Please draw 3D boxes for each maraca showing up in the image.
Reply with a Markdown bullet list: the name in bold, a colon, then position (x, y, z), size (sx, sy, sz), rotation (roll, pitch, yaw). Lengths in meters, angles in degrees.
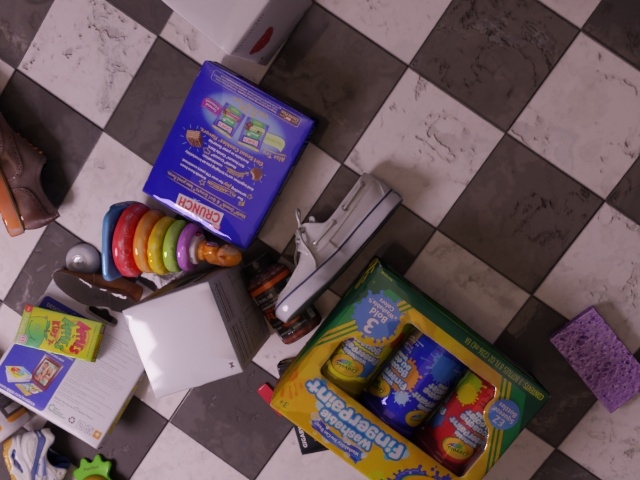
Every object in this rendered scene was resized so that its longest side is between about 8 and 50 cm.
- **maraca**: position (-0.549, 0.619, 1.805), size (0.127, 0.099, 0.186), rotation (-16, 70, 9)

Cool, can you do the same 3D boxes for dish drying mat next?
- **dish drying mat**: position (-0.110, 0.372, 1.736), size (0.032, 0.008, 0.083), rotation (-43, 91, 14)

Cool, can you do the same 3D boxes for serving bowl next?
- **serving bowl**: position (-0.562, 0.049, 1.747), size (0.083, 0.027, 0.083), rotation (1, 99, 8)

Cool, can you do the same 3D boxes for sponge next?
- **sponge**: position (0.601, 0.255, 1.591), size (0.117, 0.031, 0.210), rotation (-39, 91, 13)

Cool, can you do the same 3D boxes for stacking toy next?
- **stacking toy**: position (-0.310, 0.014, 1.607), size (0.301, 0.175, 0.166), rotation (8, 102, 16)

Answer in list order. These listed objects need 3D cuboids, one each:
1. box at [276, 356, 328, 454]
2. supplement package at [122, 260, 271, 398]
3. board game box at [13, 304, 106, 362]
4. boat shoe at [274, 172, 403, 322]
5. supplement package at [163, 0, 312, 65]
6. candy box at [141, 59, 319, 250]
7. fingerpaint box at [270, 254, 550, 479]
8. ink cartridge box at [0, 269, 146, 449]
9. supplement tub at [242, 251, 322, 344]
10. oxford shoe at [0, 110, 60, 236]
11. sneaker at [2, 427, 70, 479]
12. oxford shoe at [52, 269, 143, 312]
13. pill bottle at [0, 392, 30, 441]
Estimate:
- **box**: position (0.014, 0.362, 1.692), size (0.175, 0.051, 0.220), rotation (-13, 97, 10)
- **supplement package**: position (-0.255, 0.180, 1.598), size (0.199, 0.263, 0.198), rotation (-19, 96, 11)
- **board game box**: position (-0.595, 0.213, 1.703), size (0.181, 0.043, 0.092), rotation (13, 78, 1)
- **boat shoe**: position (0.001, -0.003, 1.568), size (0.156, 0.136, 0.367), rotation (41, 84, 9)
- **supplement package**: position (-0.155, -0.473, 1.463), size (0.175, 0.293, 0.177), rotation (40, 103, 1)
- **candy box**: position (-0.193, -0.183, 1.603), size (0.268, 0.122, 0.317), rotation (30, 101, 2)
- **fingerpaint box**: position (0.182, 0.315, 1.565), size (0.445, 0.163, 0.371), rotation (38, 96, -3)
- **ink cartridge box**: position (-0.565, 0.277, 1.747), size (0.303, 0.072, 0.307), rotation (29, 78, 4)
- **supplement tub**: position (-0.091, 0.124, 1.644), size (0.106, 0.106, 0.198), rotation (-34, 92, 13)
- **oxford shoe**: position (-0.704, -0.196, 1.704), size (0.132, 0.130, 0.364), rotation (-18, 90, -20)
- **sneaker**: position (-0.665, 0.595, 1.809), size (0.131, 0.112, 0.296), rotation (-19, 116, -21)
- **oxford shoe**: position (-0.515, 0.107, 1.727), size (0.212, 0.076, 0.076), rotation (18, 128, 3)
- **pill bottle**: position (-0.842, 0.368, 1.776), size (0.162, 0.162, 0.278), rotation (-36, 91, 13)
